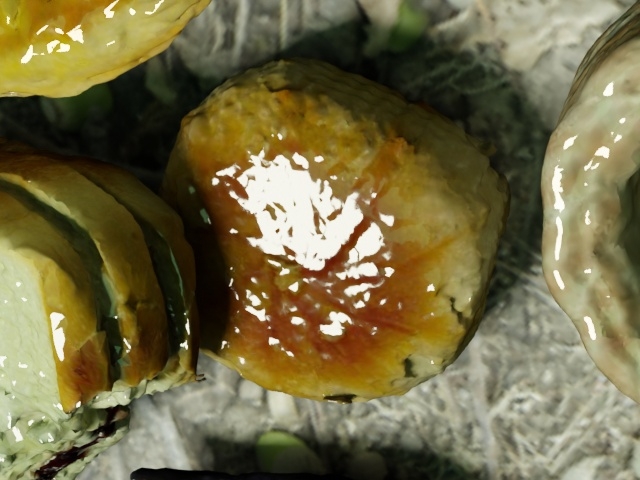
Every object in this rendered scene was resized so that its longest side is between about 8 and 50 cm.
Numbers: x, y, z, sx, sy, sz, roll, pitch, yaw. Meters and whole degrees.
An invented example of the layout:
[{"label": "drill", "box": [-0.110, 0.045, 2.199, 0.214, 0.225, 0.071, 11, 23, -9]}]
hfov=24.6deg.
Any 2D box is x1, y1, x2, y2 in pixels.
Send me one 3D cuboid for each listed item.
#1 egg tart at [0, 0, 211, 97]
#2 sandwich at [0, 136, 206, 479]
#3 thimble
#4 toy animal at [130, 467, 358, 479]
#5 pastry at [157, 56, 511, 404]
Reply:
[{"label": "egg tart", "box": [-0.157, -0.233, 0.731, 0.319, 0.128, 0.319, 6, 114, 14]}, {"label": "sandwich", "box": [-0.173, 0.082, 0.837, 0.254, 0.100, 0.288, 19, 121, 39]}, {"label": "thimble", "box": [0.206, -0.011, 0.686, 0.196, 0.148, 0.229, -3, 109, 21]}, {"label": "toy animal", "box": [-0.001, 0.218, 0.872, 0.298, 0.122, 0.185, 29, 129, 14]}, {"label": "pastry", "box": [0.000, 0.000, 0.793, 0.192, 0.093, 0.182, 23, 120, 9]}]
